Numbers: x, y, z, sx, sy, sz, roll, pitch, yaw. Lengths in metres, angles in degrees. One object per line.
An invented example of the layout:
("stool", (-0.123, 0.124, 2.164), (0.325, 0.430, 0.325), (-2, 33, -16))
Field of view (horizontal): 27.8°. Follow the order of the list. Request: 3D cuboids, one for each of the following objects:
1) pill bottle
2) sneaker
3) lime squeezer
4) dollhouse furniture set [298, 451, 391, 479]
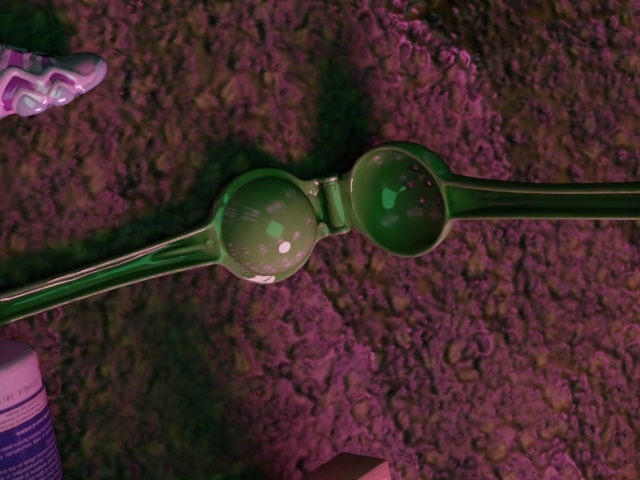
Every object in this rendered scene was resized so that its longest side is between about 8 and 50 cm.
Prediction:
("pill bottle", (-0.146, 0.109, 0.568), (0.067, 0.067, 0.120), (-14, 103, -19))
("sneaker", (-0.145, -0.085, 0.555), (0.098, 0.038, 0.069), (-20, 105, -18))
("lime squeezer", (0.000, 0.000, 0.598), (0.310, 0.110, 0.059), (-9, 121, 10))
("dollhouse furniture set", (0.040, 0.171, 0.659), (0.161, 0.101, 0.182), (-25, 107, -42))
